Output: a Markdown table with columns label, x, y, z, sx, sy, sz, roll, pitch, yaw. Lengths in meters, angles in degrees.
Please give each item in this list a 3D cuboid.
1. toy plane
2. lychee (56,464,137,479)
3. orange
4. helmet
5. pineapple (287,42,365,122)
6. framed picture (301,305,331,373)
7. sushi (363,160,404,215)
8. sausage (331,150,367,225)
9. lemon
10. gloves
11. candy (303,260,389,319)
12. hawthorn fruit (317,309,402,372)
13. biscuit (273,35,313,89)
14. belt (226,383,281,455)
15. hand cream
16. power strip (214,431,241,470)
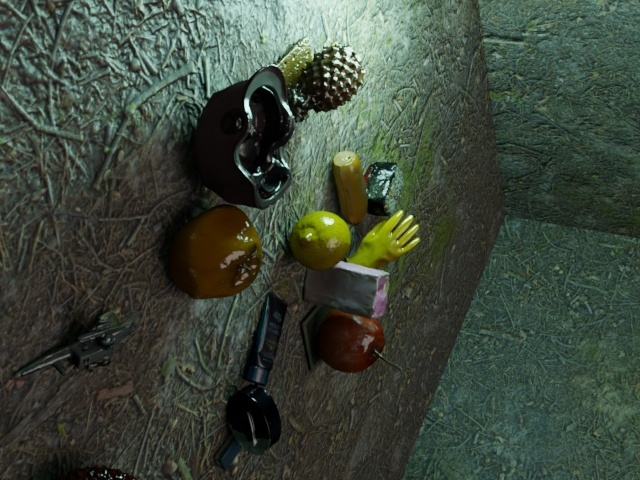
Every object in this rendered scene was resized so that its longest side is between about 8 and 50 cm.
| label | x | y | z | sx | sy | sz | roll | pitch | yaw |
| --- | --- | --- | --- | --- | --- | --- | --- | --- | --- |
| toy plane | -0.491 | 0.231 | 1.348 | 0.262 | 0.088 | 0.192 | -35 | 157 | -46 |
| lychee | -0.472 | 0.608 | 1.342 | 0.275 | 0.275 | 0.304 | -28 | 149 | -54 |
| orange | -0.247 | 0.029 | 1.596 | 0.249 | 0.183 | 0.249 | -35 | 131 | -52 |
| helmet | -0.193 | -0.245 | 1.575 | 0.271 | 0.197 | 0.339 | -28 | 118 | -64 |
| pineapple | -0.021 | -0.401 | 1.823 | 0.361 | 0.175 | 0.175 | -50 | 142 | -25 |
| framed picture | 0.023 | 0.294 | 2.341 | 0.293 | 0.018 | 0.231 | -46 | 139 | -43 |
| sushi | 0.222 | -0.188 | 2.399 | 0.225 | 0.126 | 0.136 | -59 | 146 | -32 |
| sausage | 0.107 | -0.156 | 2.235 | 0.112 | 0.112 | 0.328 | -55 | 146 | -35 |
| lemon | 0.000 | 0.000 | 2.021 | 0.244 | 0.186 | 0.187 | 2 | 99 | -60 |
| gloves | 0.234 | 0.017 | 2.351 | 0.294 | 0.116 | 0.133 | -41 | 107 | 7 |
| candy | 0.087 | 0.154 | 2.151 | 0.115 | 0.264 | 0.156 | -3 | 104 | -63 |
| hawthorn fruit | 0.111 | 0.335 | 2.274 | 0.235 | 0.262 | 0.232 | 32 | 47 | -32 |
| biscuit | -0.086 | -0.468 | 1.850 | 0.231 | 0.025 | 0.131 | -53 | 143 | -36 |
| belt | -0.195 | 0.524 | 1.904 | 0.078 | 0.151 | 0.199 | -23 | 94 | -57 |
| hand cream | -0.164 | 0.301 | 1.991 | 0.120 | 0.061 | 0.271 | 39 | 59 | -53 |
| power strip | -0.264 | 0.614 | 1.944 | 0.123 | 0.032 | 0.056 | -51 | 142 | -40 |
